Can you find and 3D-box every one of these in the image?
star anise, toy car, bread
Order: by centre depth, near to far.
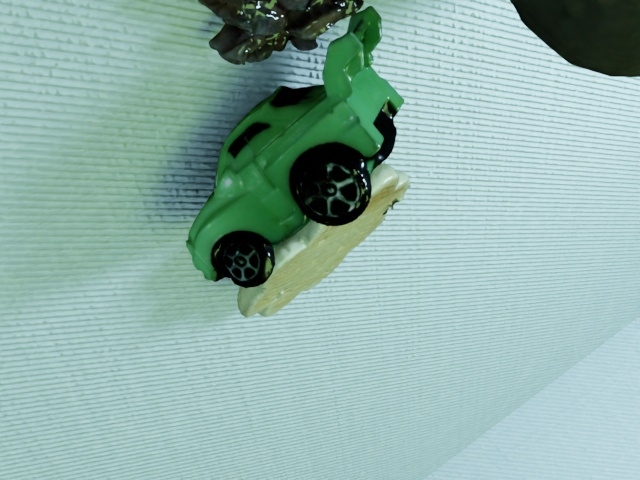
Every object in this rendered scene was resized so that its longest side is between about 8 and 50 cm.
[{"bbox_3d":[-0.027,-0.277,1.471,0.220,0.099,0.214,-37,162,-11],"label":"star anise"},{"bbox_3d":[-0.030,-0.103,1.617,0.359,0.176,0.213,-35,-168,26],"label":"toy car"},{"bbox_3d":[0.000,0.000,1.890,0.316,0.054,0.316,-39,169,-9],"label":"bread"}]

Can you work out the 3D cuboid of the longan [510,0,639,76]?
[{"bbox_3d":[0.387,-0.393,1.578,0.391,0.391,0.391,-32,151,-20],"label":"longan"}]
